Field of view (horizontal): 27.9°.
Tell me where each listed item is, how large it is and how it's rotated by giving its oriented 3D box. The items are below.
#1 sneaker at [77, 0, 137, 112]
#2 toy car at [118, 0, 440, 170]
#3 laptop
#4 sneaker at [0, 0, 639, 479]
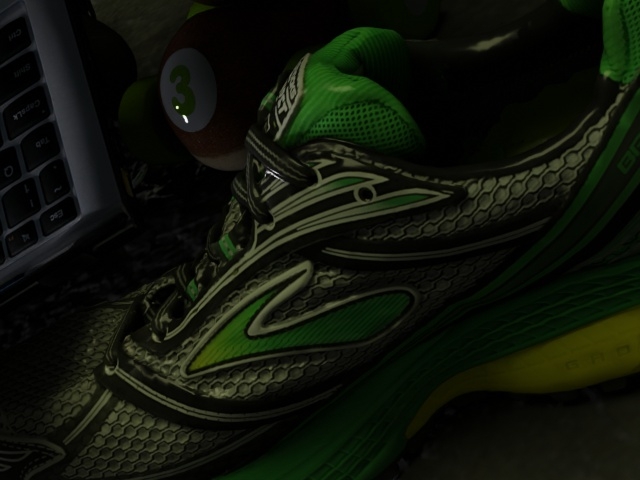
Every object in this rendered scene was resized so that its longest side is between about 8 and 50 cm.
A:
[{"bbox_3d":[-0.202,-0.144,0.889,0.130,0.109,0.286,-45,34,-24],"label":"sneaker"},{"bbox_3d":[-0.059,-0.145,0.665,0.155,0.188,0.149,-3,45,42],"label":"toy car"},{"bbox_3d":[-0.304,0.005,0.570,0.382,0.236,0.408,-29,61,17],"label":"laptop"},{"bbox_3d":[0.000,0.000,0.464,0.343,0.146,0.134,-27,33,17],"label":"sneaker"}]
